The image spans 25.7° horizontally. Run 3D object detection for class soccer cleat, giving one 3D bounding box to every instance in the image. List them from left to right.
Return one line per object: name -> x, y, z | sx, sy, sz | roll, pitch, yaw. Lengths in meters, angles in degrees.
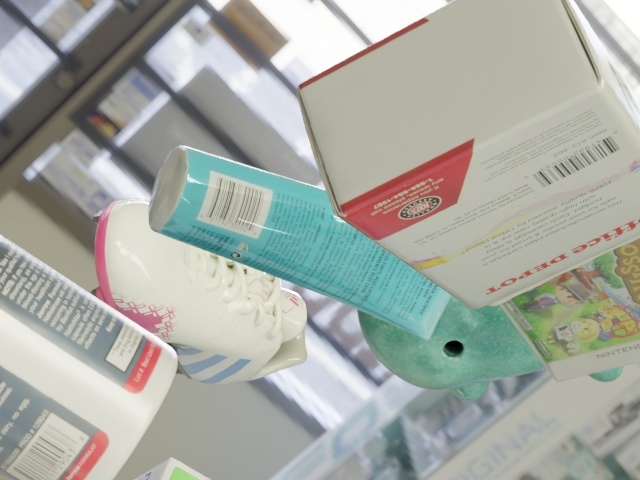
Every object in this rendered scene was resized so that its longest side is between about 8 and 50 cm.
soccer cleat -> -0.091, 0.042, 1.200 | 0.331, 0.143, 0.116 | 61, 28, -69

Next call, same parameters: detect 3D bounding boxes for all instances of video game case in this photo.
video game case -> 0.233, 0.027, 1.133 | 0.212, 0.193, 0.023 | 50, 35, -35

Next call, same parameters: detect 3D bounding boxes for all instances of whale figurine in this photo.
whale figurine -> 0.167, 0.073, 1.293 | 0.272, 0.216, 0.141 | 16, 29, -6

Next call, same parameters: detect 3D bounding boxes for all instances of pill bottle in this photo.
pill bottle -> -0.178, 0.056, 0.752 | 0.180, 0.108, 0.108 | 35, 16, -11

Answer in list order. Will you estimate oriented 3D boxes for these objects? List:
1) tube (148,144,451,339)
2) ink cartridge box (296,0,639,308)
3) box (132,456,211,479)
tube -> 0.000, 0.000, 0.847 | 0.207, 0.080, 0.052 | 20, 24, -25
ink cartridge box -> 0.087, -0.041, 0.668 | 0.175, 0.127, 0.072 | 33, 34, -60
box -> -0.178, 0.352, 1.190 | 0.126, 0.231, 0.262 | 37, 48, -17
